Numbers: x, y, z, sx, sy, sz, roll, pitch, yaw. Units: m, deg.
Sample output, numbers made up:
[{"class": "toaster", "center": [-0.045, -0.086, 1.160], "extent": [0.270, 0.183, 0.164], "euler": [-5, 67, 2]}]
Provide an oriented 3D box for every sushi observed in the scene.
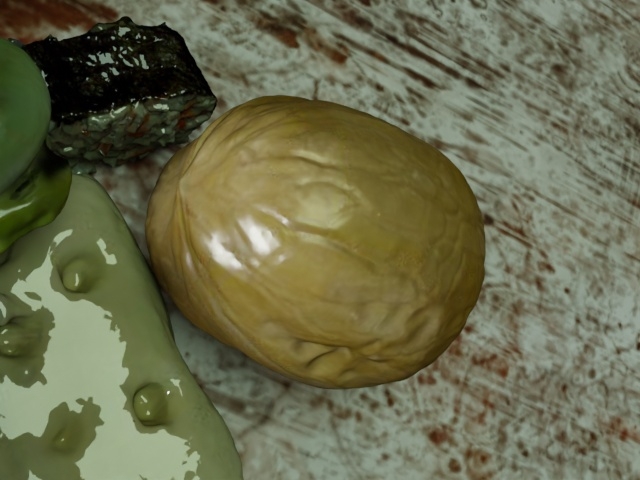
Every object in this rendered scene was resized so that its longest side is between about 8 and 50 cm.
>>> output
[{"class": "sushi", "center": [-0.149, -0.093, 0.586], "extent": [0.150, 0.090, 0.078], "euler": [-17, 74, -32]}]

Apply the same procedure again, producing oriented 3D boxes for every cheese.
[{"class": "cheese", "center": [-0.155, 0.092, 0.528], "extent": [0.159, 0.093, 0.263], "euler": [-23, 85, -25]}]

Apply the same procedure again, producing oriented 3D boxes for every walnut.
[{"class": "walnut", "center": [0.000, 0.000, 0.562], "extent": [0.226, 0.193, 0.193], "euler": [23, 66, -33]}]

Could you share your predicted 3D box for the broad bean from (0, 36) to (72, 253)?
[{"class": "broad bean", "center": [-0.246, -0.047, 0.446], "extent": [0.228, 0.100, 0.169], "euler": [13, 57, -8]}]
